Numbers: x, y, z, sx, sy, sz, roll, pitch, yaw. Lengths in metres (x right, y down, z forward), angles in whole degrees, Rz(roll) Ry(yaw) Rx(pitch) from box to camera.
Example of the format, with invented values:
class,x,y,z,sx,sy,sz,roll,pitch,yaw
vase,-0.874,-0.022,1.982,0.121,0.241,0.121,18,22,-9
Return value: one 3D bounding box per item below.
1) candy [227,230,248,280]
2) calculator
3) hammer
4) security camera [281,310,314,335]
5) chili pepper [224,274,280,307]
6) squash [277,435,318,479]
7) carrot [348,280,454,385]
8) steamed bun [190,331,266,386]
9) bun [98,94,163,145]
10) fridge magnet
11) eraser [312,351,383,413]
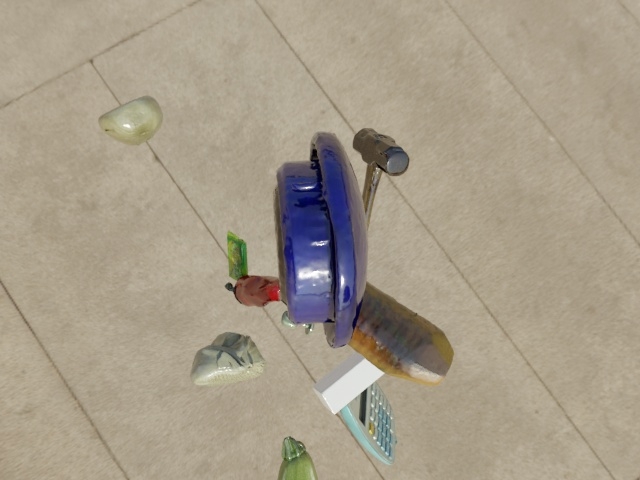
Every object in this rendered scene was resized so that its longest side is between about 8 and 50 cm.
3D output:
class,x,y,z,sx,sy,sz,roll,pitch,yaw
candy,-0.283,0.062,1.778,0.032,0.102,0.178,-22,122,-42
calculator,0.169,0.580,1.752,0.054,0.256,0.386,-22,122,24
hammer,0.160,-0.157,1.755,0.095,0.242,0.409,-1,120,-24
security camera,-0.069,0.236,1.517,0.092,0.058,0.058,20,77,-18
chili pepper,-0.194,0.157,1.670,0.110,0.387,0.110,4,82,-32
squash,-0.053,0.507,1.193,0.105,0.105,0.132,-1,85,-7
carrot,0.073,0.126,0.859,0.302,0.114,0.114,34,77,6
steamed bun,-0.279,0.347,1.565,0.218,0.211,0.144,-14,69,-2
bun,-0.509,-0.318,1.432,0.166,0.173,0.113,-28,106,-12
fridge magnet,0.000,0.000,0.647,0.112,0.265,0.265,-5,79,-4
eraser,0.123,0.366,1.507,0.298,0.076,0.078,-35,103,-17
